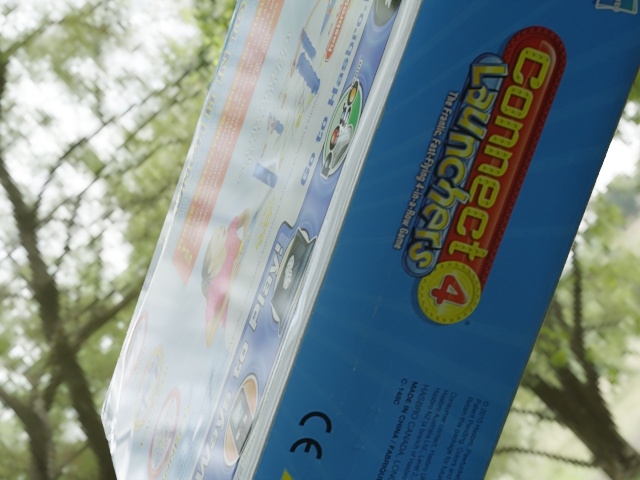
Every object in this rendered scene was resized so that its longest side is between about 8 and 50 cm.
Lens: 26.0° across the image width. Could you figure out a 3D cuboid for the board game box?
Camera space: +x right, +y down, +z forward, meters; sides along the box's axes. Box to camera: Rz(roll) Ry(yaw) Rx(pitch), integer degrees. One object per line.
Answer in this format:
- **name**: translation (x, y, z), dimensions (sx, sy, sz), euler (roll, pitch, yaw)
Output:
- **board game box**: translation (0.000, 0.000, 0.614), dimensions (0.302, 0.086, 0.308), euler (-134, 62, -71)
